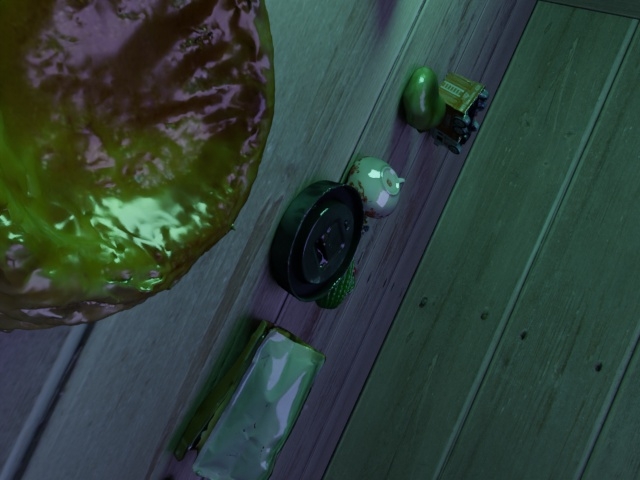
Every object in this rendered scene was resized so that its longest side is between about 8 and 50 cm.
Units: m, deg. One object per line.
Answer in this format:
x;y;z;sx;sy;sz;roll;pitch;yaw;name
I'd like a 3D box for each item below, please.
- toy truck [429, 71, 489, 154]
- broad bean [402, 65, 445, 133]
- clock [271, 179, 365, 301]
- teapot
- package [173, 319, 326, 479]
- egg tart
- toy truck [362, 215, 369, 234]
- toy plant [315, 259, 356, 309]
0.458;-0.431;1.606;0.136;0.162;0.305;-53;163;-6;toy truck
0.292;-0.397;1.342;0.169;0.100;0.228;-66;149;-23;broad bean
0.000;0.000;1.035;0.281;0.056;0.280;-36;138;-41;clock
0.144;-0.136;1.182;0.116;0.159;0.246;-33;164;37;teapot
-0.160;0.320;0.968;0.165;0.221;0.311;33;81;-29;package
-0.180;-0.121;0.361;0.388;0.169;0.387;-50;150;-44;egg tart
0.104;-0.065;1.247;0.076;0.077;0.111;4;107;-69;toy truck
0.033;0.066;1.211;0.155;0.088;0.240;-25;125;-32;toy plant
